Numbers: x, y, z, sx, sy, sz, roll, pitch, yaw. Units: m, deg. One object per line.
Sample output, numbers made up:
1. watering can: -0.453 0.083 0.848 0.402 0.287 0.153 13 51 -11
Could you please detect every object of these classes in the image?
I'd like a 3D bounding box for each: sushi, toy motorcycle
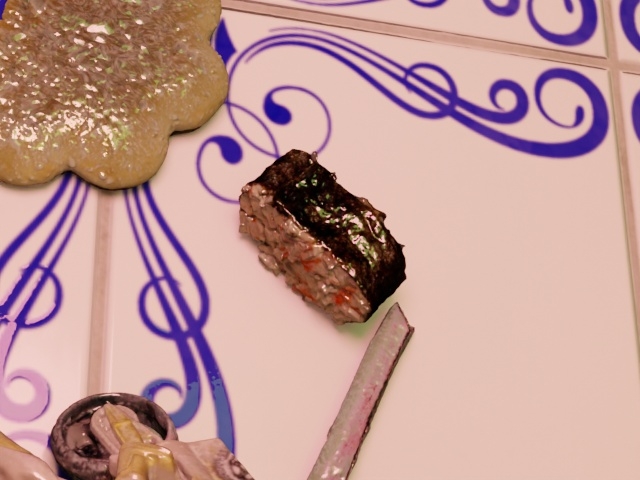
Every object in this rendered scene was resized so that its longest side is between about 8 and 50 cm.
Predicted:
1. sushi: 0.000 0.000 1.094 0.150 0.090 0.078 46 58 5
2. toy motorcycle: -0.125 0.223 0.883 0.223 0.108 0.340 -17 40 -33

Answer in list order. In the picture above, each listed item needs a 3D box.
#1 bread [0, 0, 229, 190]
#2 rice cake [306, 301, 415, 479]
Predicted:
1. bread: -0.176 -0.161 1.119 0.207 0.056 0.287 17 66 -10
2. rice cake: 0.031 0.142 1.079 0.033 0.033 0.208 25 62 3
